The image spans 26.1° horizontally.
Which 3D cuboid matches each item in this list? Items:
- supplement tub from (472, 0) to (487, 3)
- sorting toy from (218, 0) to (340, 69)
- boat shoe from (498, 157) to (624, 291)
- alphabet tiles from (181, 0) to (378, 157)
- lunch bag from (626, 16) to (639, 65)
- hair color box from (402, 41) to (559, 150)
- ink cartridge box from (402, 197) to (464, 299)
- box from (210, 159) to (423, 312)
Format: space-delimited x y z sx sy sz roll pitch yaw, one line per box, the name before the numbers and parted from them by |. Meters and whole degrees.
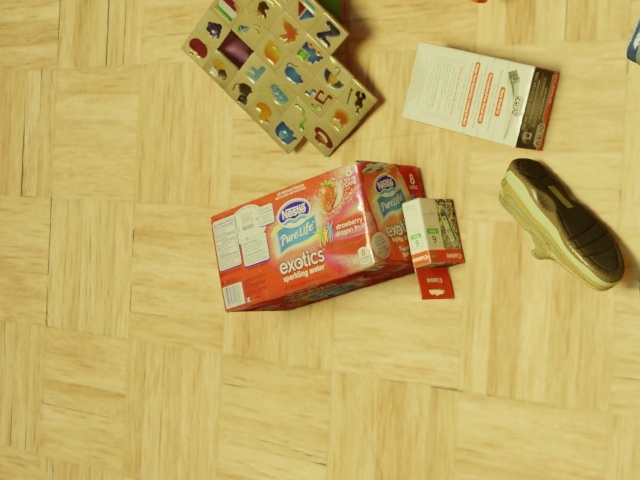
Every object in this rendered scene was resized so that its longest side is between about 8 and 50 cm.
supplement tub | 0.197 -0.362 1.512 0.117 0.117 0.190 52 121 30
sorting toy | -0.020 -0.344 1.744 0.365 0.127 0.126 -38 36 38
boat shoe | 0.256 -0.005 1.493 0.190 0.068 0.072 59 137 38
alphabet tiles | -0.044 -0.220 1.717 0.237 0.009 0.198 44 131 1
lunch bag | 0.354 -0.209 1.397 0.065 0.067 0.098 37 114 37
hair color box | 0.179 -0.164 1.567 0.167 0.053 0.093 21 102 42
ink cartridge box | 0.134 0.009 1.597 0.029 0.062 0.115 -20 76 43
box | 0.000 0.000 1.679 0.256 0.122 0.128 -20 76 40
